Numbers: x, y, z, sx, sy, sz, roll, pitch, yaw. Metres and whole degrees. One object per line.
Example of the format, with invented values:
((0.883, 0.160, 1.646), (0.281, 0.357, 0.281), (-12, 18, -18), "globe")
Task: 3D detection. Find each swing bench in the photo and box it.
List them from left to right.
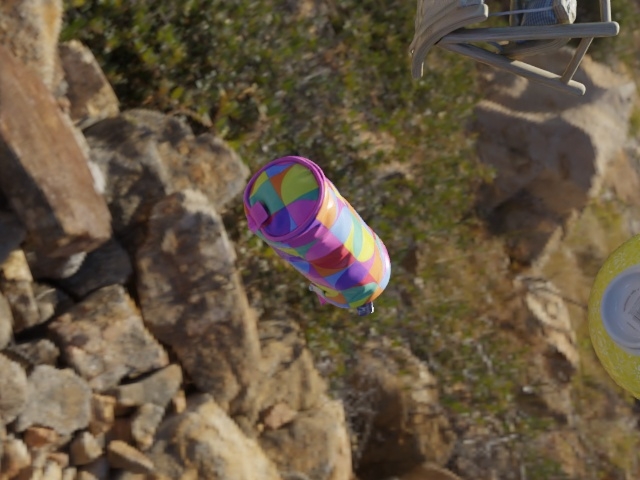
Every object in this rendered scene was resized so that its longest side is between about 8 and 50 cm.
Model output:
((0.260, -0.356, 1.579), (0.254, 0.165, 0.253), (7, 61, -4), "swing bench")

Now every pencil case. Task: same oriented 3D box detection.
((0.000, 0.000, 1.240), (0.236, 0.104, 0.104), (50, 46, -57), "pencil case")

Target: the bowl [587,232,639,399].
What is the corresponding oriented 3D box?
((0.499, 0.106, 1.678), (0.156, 0.289, 0.290), (11, 73, -45), "bowl")
